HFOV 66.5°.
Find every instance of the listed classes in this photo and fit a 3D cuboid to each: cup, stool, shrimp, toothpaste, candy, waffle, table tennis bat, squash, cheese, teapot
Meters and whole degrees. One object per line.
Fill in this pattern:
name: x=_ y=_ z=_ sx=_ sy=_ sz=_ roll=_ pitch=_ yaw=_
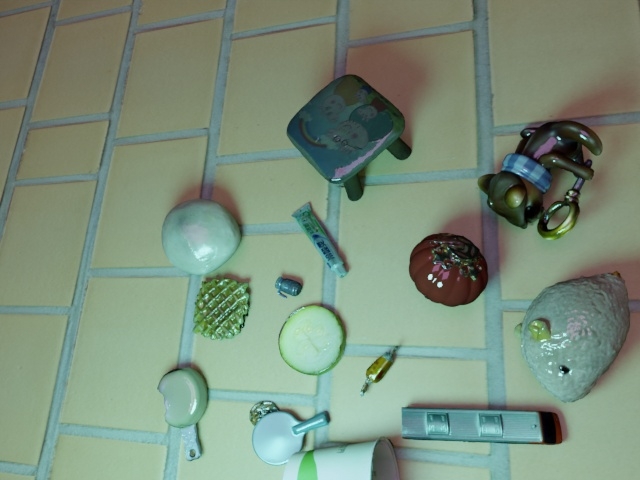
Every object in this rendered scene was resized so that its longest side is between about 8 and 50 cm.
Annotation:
cup: x=0.057 y=0.656 z=1.294 sx=0.274 sy=0.253 sz=0.252 roll=-11 pitch=70 yaw=22
stool: x=0.098 y=-0.327 z=1.592 sx=0.310 sy=0.226 sz=0.310 roll=-39 pitch=65 yaw=2
shrimp: x=-0.150 y=0.559 z=1.496 sx=0.161 sy=0.034 sz=0.091 roll=36 pitch=86 yaw=25
toothpaste: x=0.000 y=0.000 z=1.620 sx=0.075 sy=0.048 sz=0.296 roll=-36 pitch=63 yaw=5
candy: x=0.170 y=0.379 z=1.439 sx=0.046 sy=0.053 sz=0.182 roll=36 pitch=87 yaw=37
waffle: x=-0.339 y=0.230 z=1.650 sx=0.208 sy=0.054 sz=0.213 roll=3 pitch=80 yaw=15
table tennis bat: x=-0.088 y=0.570 z=1.449 sx=0.238 sy=0.038 sz=0.149 roll=-23 pitch=66 yaw=-1
squash: x=-0.027 y=0.312 z=1.536 sx=0.220 sy=0.041 sz=0.219 roll=-8 pitch=68 yaw=19
candy: x=-0.425 y=-0.019 z=1.688 sx=0.296 sy=0.185 sz=0.295 roll=-6 pitch=67 yaw=13
cheese: x=-0.434 y=0.555 z=1.565 sx=0.163 sy=0.082 sz=0.286 roll=-18 pitch=69 yaw=13
teapot: x=-0.104 y=0.156 z=1.607 sx=0.083 sy=0.063 sz=0.049 roll=18 pitch=48 yaw=25

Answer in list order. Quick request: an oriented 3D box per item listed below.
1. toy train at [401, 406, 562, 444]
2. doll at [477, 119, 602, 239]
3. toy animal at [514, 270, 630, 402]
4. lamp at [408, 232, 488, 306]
toy train: x=0.423 y=0.495 z=1.303 sx=0.410 sy=0.089 sz=0.086 roll=-4 pitch=67 yaw=17
doll: x=0.636 y=-0.188 z=1.405 sx=0.339 sy=0.209 sz=0.318 roll=-48 pitch=33 yaw=-3
toy animal: x=0.652 y=0.222 z=1.258 sx=0.227 sy=0.188 sz=0.358 roll=31 pitch=84 yaw=18
lamp: x=0.364 y=0.077 z=1.382 sx=0.227 sy=0.227 sz=0.226 roll=-5 pitch=72 yaw=16
